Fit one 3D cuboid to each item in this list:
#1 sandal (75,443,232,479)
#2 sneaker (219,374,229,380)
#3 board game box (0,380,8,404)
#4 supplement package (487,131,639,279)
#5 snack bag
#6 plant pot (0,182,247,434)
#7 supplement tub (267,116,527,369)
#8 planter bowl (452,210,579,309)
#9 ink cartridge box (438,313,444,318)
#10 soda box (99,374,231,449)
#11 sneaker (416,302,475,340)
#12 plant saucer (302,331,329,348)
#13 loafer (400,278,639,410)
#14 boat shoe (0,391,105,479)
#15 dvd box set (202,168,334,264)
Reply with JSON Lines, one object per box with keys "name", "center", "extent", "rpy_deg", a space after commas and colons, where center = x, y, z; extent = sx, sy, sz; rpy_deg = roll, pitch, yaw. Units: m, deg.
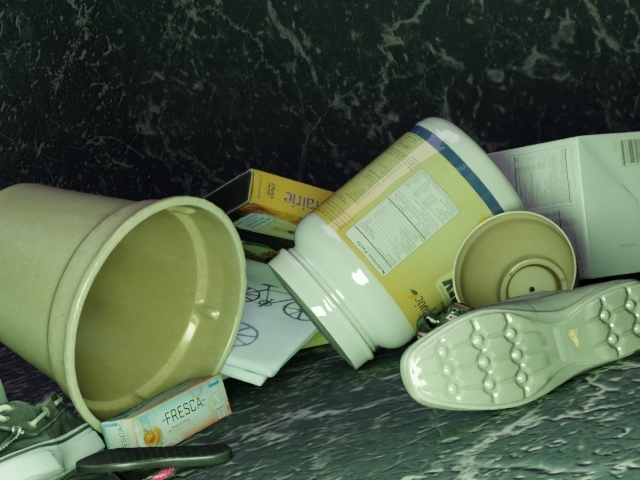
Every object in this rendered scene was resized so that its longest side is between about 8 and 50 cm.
{"name": "sandal", "center": [-0.190, 0.261, 1.588], "extent": [0.179, 0.040, 0.067], "rpy_deg": [-2, 9, -5]}
{"name": "sneaker", "center": [-0.250, 0.186, 2.116], "extent": [0.279, 0.118, 0.107], "rpy_deg": [-20, 4, -40]}
{"name": "board game box", "center": [-0.576, 0.247, 1.900], "extent": [0.303, 0.224, 0.097], "rpy_deg": [-14, 8, 23]}
{"name": "supplement package", "center": [0.373, -0.046, 2.020], "extent": [0.199, 0.198, 0.262], "rpy_deg": [-6, -1, -30]}
{"name": "snack bag", "center": [-0.148, 0.104, 2.132], "extent": [0.323, 0.037, 0.342], "rpy_deg": [14, 25, 20]}
{"name": "plant pot", "center": [-0.323, 0.065, 1.899], "extent": [0.305, 0.334, 0.334], "rpy_deg": [18, 25, 34]}
{"name": "supplement tub", "center": [0.107, 0.006, 1.920], "extent": [0.316, 0.228, 0.228], "rpy_deg": [-40, 7, -5]}
{"name": "planter bowl", "center": [0.265, 0.055, 1.806], "extent": [0.162, 0.162, 0.109], "rpy_deg": [-15, -23, 19]}
{"name": "ink cartridge box", "center": [0.121, 0.080, 2.141], "extent": [0.062, 0.109, 0.209], "rpy_deg": [-17, 5, -12]}
{"name": "soda box", "center": [-0.198, 0.230, 1.801], "extent": [0.063, 0.058, 0.183], "rpy_deg": [-13, 5, 36]}
{"name": "sneaker", "center": [0.186, 0.113, 1.724], "extent": [0.178, 0.077, 0.072], "rpy_deg": [-12, 7, 35]}
{"name": "plant saucer", "center": [-0.048, 0.147, 2.249], "extent": [0.188, 0.045, 0.188], "rpy_deg": [-12, 4, -6]}
{"name": "loafer", "center": [0.218, 0.114, 1.486], "extent": [0.319, 0.112, 0.111], "rpy_deg": [-10, -4, -26]}
{"name": "boat shoe", "center": [-0.358, 0.248, 1.604], "extent": [0.121, 0.119, 0.335], "rpy_deg": [-42, -4, 5]}
{"name": "dvd box set", "center": [0.000, 0.000, 2.316], "extent": [0.420, 0.062, 0.307], "rpy_deg": [16, -21, -27]}
